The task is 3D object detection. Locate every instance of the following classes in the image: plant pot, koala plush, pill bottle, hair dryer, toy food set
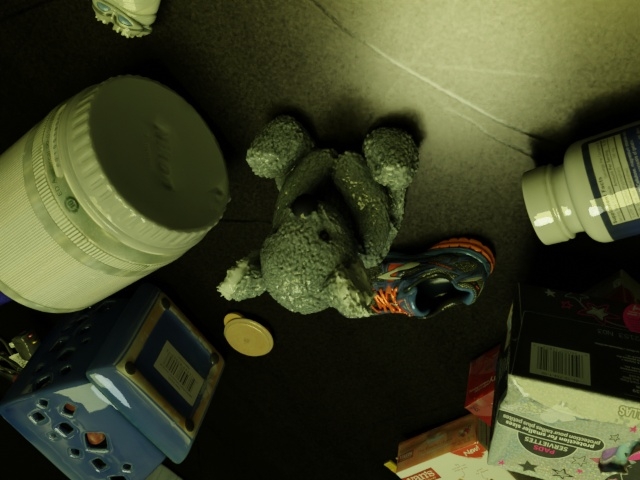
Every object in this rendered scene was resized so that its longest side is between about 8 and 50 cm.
[{"bbox_3d":[-0.294,0.220,1.041,0.212,0.236,0.236,-24,116,26],"label":"plant pot"},{"bbox_3d":[0.000,0.000,0.766,0.196,0.221,0.203,7,129,13],"label":"koala plush"},{"bbox_3d":[0.310,-0.060,0.686,0.187,0.112,0.112,-18,119,30],"label":"pill bottle"},{"bbox_3d":[-0.489,0.268,1.262,0.224,0.080,0.293,-13,117,46],"label":"hair dryer"},{"bbox_3d":[-0.112,0.149,1.054,0.083,0.020,0.082,12,130,9],"label":"toy food set"}]

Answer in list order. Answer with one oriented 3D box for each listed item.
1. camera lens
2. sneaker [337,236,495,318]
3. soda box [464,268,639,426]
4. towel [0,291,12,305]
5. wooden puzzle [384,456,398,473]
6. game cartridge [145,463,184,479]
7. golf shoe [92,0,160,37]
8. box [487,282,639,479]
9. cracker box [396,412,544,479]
[{"bbox_3d":[-0.275,-0.047,0.823,0.274,0.219,0.219,-26,115,33],"label":"camera lens"},{"bbox_3d":[0.110,0.060,0.865,0.221,0.087,0.083,-21,117,31],"label":"sneaker"},{"bbox_3d":[0.308,0.153,0.867,0.083,0.092,0.263,37,129,-11],"label":"soda box"},{"bbox_3d":[-0.583,-0.015,1.048,0.228,0.076,0.308,-20,118,32],"label":"towel"},{"bbox_3d":[0.172,0.386,1.150,0.116,0.014,0.078,-31,113,34],"label":"wooden puzzle"},{"bbox_3d":[-0.277,0.608,1.357,0.062,0.198,0.297,-32,112,35],"label":"game cartridge"},{"bbox_3d":[-0.251,-0.297,0.734,0.176,0.069,0.086,29,110,-9],"label":"golf shoe"},{"bbox_3d":[0.313,0.167,0.709,0.248,0.163,0.142,10,125,13],"label":"box"},{"bbox_3d":[0.253,0.389,1.082,0.156,0.067,0.232,-33,111,30],"label":"cracker box"}]
